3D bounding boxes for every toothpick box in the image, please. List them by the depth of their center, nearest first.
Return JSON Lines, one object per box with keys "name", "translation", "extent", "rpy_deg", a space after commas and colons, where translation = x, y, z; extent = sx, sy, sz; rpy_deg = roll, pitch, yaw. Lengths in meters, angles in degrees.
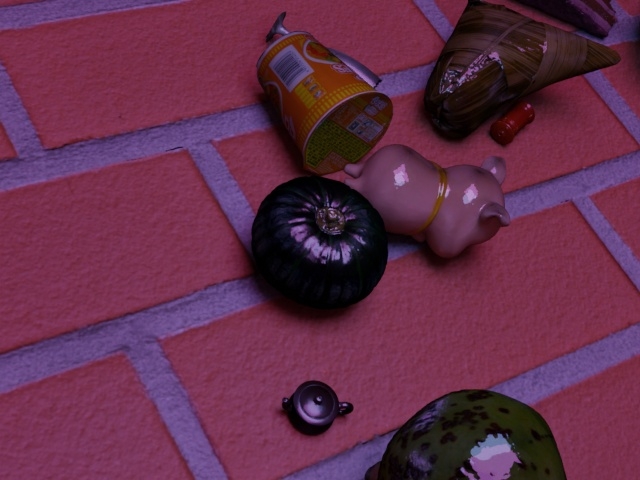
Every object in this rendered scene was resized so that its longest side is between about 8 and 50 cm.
{"name": "toothpick box", "translation": [0.326, -0.201, 1.834], "extent": [0.047, 0.047, 0.083], "rpy_deg": [40, 52, 10]}

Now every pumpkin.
{"name": "pumpkin", "translation": [0.000, 0.000, 1.498], "extent": [0.201, 0.140, 0.202], "rpy_deg": [9, 51, -12]}

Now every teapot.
{"name": "teapot", "translation": [-0.004, 0.215, 1.398], "extent": [0.100, 0.045, 0.068], "rpy_deg": [6, 55, -16]}

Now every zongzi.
{"name": "zongzi", "translation": [0.339, -0.272, 1.807], "extent": [0.288, 0.134, 0.286], "rpy_deg": [18, 53, 13]}

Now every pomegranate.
{"name": "pomegranate", "translation": [0.172, 0.302, 1.293], "extent": [0.254, 0.270, 0.254], "rpy_deg": [1, 88, -44]}

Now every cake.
{"name": "cake", "translation": [0.446, -0.492, 2.085], "extent": [0.295, 0.113, 0.116], "rpy_deg": [29, 55, -14]}

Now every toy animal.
{"name": "toy animal", "translation": [0.154, -0.066, 1.606], "extent": [0.247, 0.149, 0.165], "rpy_deg": [9, 49, -5]}

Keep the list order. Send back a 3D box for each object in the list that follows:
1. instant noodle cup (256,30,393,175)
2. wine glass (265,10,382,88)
{"name": "instant noodle cup", "translation": [-0.006, -0.222, 1.662], "extent": [0.168, 0.168, 0.185], "rpy_deg": [-18, 55, -31]}
{"name": "wine glass", "translation": [0.005, -0.297, 1.773], "extent": [0.198, 0.066, 0.066], "rpy_deg": [35, 50, 3]}
